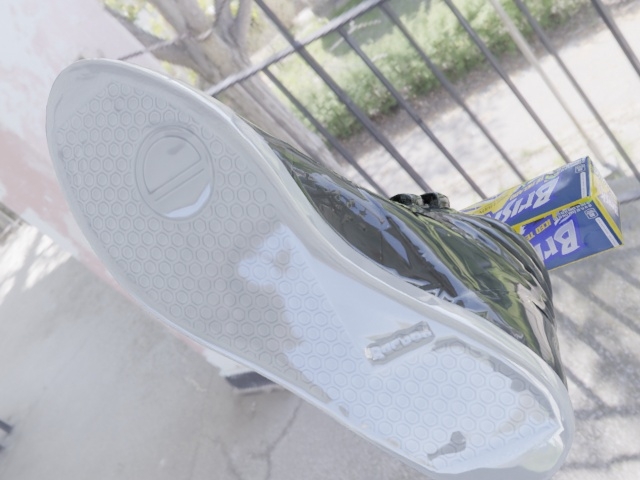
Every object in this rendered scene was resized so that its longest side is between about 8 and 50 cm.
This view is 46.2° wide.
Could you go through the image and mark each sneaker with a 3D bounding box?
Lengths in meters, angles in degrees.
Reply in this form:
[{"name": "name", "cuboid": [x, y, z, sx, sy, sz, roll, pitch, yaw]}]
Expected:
[{"name": "sneaker", "cuboid": [0.000, 0.001, 0.400, 0.105, 0.295, 0.147, -59, -9, 23]}]

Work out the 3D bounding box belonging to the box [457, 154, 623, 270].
[{"name": "box", "cuboid": [0.157, -0.003, 0.622, 0.169, 0.059, 0.054, -25, 31, 34]}]
